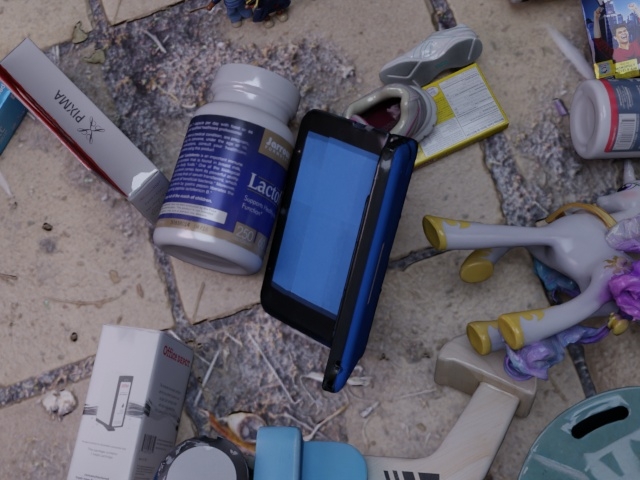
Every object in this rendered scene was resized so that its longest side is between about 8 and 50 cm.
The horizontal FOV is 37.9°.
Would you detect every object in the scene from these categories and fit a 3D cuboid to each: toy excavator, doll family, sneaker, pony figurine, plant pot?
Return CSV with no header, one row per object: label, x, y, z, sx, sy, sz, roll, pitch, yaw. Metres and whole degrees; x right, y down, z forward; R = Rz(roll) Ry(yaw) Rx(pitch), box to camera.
toy excavator,0.042,0.319,1.112,0.445,0.222,0.433,1,57,3
doll family,-0.075,-0.379,1.373,0.193,0.111,0.076,-38,73,-4
sneaker,0.157,-0.266,1.348,0.152,0.053,0.061,-20,44,10
pony figurine,0.354,0.041,1.120,0.363,0.303,0.351,-17,44,-15
plant pot,0.356,0.309,0.965,0.341,0.334,0.341,-8,67,20
sneaker,0.045,-0.125,1.261,0.103,0.111,0.252,43,94,20

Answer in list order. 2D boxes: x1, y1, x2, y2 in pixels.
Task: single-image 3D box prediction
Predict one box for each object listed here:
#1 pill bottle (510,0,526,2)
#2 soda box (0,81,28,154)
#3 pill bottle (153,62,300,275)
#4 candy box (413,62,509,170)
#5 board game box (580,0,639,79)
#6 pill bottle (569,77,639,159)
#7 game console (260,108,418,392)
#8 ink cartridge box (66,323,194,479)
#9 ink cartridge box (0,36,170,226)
pill bottle,0.364,-0.416,1.322,0.208,0.119,0.119,-11,73,4
soda box,-0.520,-0.152,1.391,0.071,0.067,0.210,26,79,13
pill bottle,-0.121,-0.097,1.278,0.153,0.153,0.264,13,77,11
candy box,0.152,-0.165,1.327,0.206,0.027,0.105,-24,75,1
board game box,0.453,-0.323,1.252,0.194,0.060,0.194,-11,90,19
pill bottle,0.436,-0.163,1.241,0.180,0.108,0.108,-2,74,-8
game console,0.000,0.000,1.140,0.173,0.250,0.293,15,102,10
ink cartridge box,-0.241,0.222,1.208,0.086,0.148,0.203,7,75,11
ink cartridge box,-0.334,-0.166,1.269,0.066,0.261,0.296,-45,74,-5
